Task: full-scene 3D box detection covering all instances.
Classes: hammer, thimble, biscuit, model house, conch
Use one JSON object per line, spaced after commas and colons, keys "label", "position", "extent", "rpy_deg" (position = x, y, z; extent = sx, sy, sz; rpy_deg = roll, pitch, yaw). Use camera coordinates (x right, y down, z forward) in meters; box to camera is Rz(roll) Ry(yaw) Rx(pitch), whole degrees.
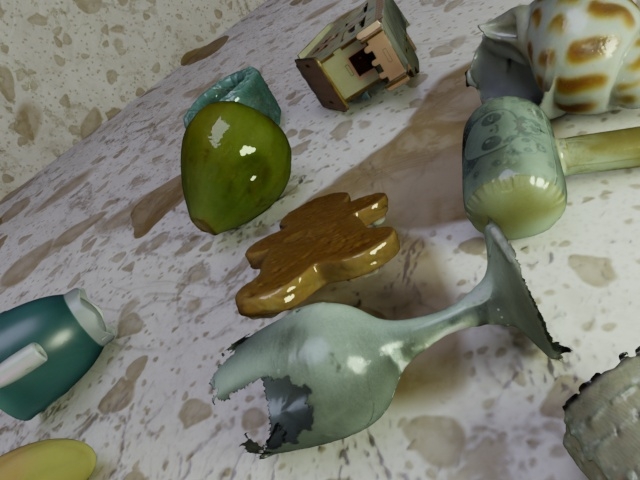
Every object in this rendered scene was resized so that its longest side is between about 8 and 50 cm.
{"label": "hammer", "position": [0.320, -0.099, 0.509], "extent": [0.305, 0.113, 0.202], "rpy_deg": [-5, 47, 22]}
{"label": "thimble", "position": [0.233, 0.133, 0.292], "extent": [0.115, 0.102, 0.090], "rpy_deg": [-25, 35, -1]}
{"label": "biscuit", "position": [0.000, 0.000, 0.611], "extent": [0.215, 0.047, 0.340], "rpy_deg": [-22, 17, 1]}
{"label": "model house", "position": [0.073, -0.389, 0.978], "extent": [0.244, 0.169, 0.326], "rpy_deg": [-23, 35, 27]}
{"label": "conch", "position": [0.338, -0.243, 0.604], "extent": [0.148, 0.183, 0.275], "rpy_deg": [-8, 39, -18]}
{"label": "thimble", "position": [-0.218, -0.305, 1.104], "extent": [0.235, 0.143, 0.198], "rpy_deg": [-38, 35, -7]}

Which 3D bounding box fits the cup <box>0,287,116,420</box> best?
{"label": "cup", "position": [-0.439, 0.166, 0.723], "extent": [0.173, 0.168, 0.299], "rpy_deg": [-37, 10, -19]}

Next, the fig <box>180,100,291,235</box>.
{"label": "fig", "position": [-0.151, -0.128, 0.815], "extent": [0.207, 0.207, 0.230], "rpy_deg": [-14, 74, 25]}

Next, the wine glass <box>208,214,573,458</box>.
{"label": "wine glass", "position": [0.055, 0.105, 0.436], "extent": [0.320, 0.143, 0.144], "rpy_deg": [-28, 36, 12]}

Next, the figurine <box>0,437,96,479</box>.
{"label": "figurine", "position": [-0.337, 0.336, 0.442], "extent": [0.221, 0.124, 0.324], "rpy_deg": [7, 22, 13]}
